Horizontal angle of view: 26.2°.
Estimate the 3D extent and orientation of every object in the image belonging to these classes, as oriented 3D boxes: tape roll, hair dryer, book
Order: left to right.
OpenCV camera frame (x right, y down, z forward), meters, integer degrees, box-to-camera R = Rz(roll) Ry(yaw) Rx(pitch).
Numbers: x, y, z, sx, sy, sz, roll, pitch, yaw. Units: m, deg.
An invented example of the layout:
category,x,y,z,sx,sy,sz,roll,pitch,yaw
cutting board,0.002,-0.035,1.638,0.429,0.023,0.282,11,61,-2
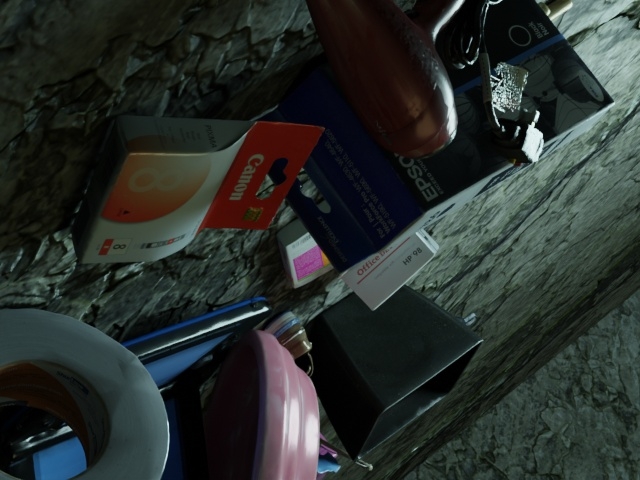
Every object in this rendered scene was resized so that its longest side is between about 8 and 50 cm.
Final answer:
category,x,y,z,sx,sy,sz,roll,pitch,yaw
tape roll,-0.237,0.164,1.122,0.219,0.219,0.072,-26,158,-39
book,0.000,0.000,1.545,0.096,0.035,0.144,-34,162,-10
hair dryer,0.079,-0.176,1.127,0.080,0.223,0.293,-11,170,37

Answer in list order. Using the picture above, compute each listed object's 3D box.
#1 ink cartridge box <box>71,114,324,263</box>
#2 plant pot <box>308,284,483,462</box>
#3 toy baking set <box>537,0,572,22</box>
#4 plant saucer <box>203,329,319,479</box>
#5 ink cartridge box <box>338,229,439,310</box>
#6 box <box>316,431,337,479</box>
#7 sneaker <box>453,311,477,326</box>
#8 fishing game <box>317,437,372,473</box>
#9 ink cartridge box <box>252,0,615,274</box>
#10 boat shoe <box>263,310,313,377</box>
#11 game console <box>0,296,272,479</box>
category,x,y,z,sx,sy,sz,roll,pitch,yaw
ink cartridge box,-0.097,-0.036,1.112,0.179,0.045,0.145,2,142,-26
plant pot,0.080,0.162,1.890,0.188,0.167,0.187,-33,161,-25
toy baking set,0.186,-0.167,1.527,0.256,0.030,0.197,-42,163,3
plant saucer,-0.077,0.272,1.602,0.084,0.332,0.332,11,142,-15
ink cartridge box,0.085,0.027,1.671,0.104,0.060,0.180,-42,178,8
box,-0.115,0.392,2.127,0.214,0.117,0.243,-30,161,-32
sneaker,0.170,0.222,2.336,0.153,0.101,0.268,-11,144,-54
fishing game,-0.066,0.291,1.884,0.264,0.189,0.041,9,100,-53
ink cartridge box,0.103,-0.113,1.245,0.333,0.165,0.065,-31,170,-31
boat shoe,-0.048,0.159,1.777,0.066,0.066,0.183,-35,162,-18
game console,-0.175,0.211,1.436,0.250,0.173,0.293,-38,168,36
